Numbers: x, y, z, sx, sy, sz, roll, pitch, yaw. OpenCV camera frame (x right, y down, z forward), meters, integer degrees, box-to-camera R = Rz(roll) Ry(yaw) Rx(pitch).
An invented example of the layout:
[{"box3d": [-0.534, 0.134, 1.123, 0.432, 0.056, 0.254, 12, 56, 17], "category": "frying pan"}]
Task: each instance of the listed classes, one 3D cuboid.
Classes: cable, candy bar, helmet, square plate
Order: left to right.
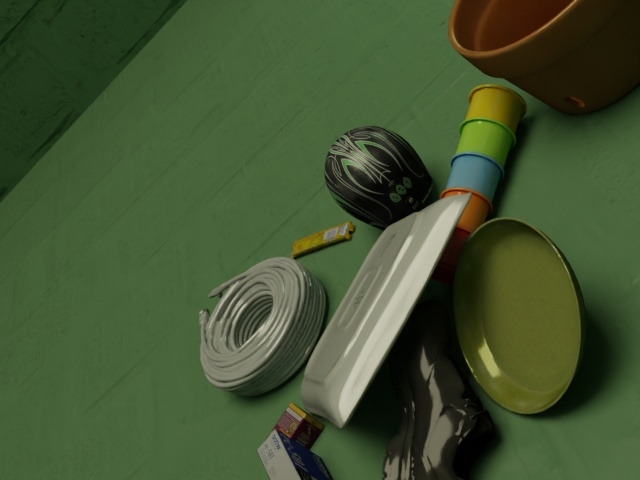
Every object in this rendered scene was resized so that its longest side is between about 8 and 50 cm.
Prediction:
[{"box3d": [-0.103, 0.149, 1.648, 0.257, 0.089, 0.257, -33, 35, 28], "category": "cable"}, {"box3d": [0.000, 0.000, 1.736, 0.161, 0.018, 0.040, -20, 46, 43], "category": "candy bar"}, {"box3d": [0.071, 0.093, 1.354, 0.344, 0.049, 0.347, -61, 5, -9], "category": "square plate"}, {"box3d": [0.087, -0.109, 1.576, 0.169, 0.161, 0.169, -46, 13, 15], "category": "helmet"}]

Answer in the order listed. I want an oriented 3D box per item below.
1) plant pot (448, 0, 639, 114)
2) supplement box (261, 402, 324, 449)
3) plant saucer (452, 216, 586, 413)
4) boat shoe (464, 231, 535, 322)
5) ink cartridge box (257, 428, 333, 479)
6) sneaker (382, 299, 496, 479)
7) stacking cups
[{"box3d": [0.361, -0.322, 1.400, 0.291, 0.203, 0.290, -34, 34, 27], "category": "plant pot"}, {"box3d": [-0.042, 0.297, 1.447, 0.083, 0.043, 0.055, -55, 30, -6], "category": "supplement box"}, {"box3d": [0.247, 0.090, 1.173, 0.241, 0.037, 0.240, 16, 108, 61], "category": "plant saucer"}, {"box3d": [0.251, 0.060, 1.274, 0.076, 0.080, 0.228, -50, 37, 0], "category": "boat shoe"}, {"box3d": [-0.013, 0.347, 1.296, 0.046, 0.097, 0.207, -49, 30, 5], "category": "ink cartridge box"}, {"box3d": [0.159, 0.210, 1.211, 0.130, 0.109, 0.286, -12, 62, 32], "category": "sneaker"}, {"box3d": [0.223, -0.085, 1.449, 0.096, 0.096, 0.316, -7, 53, 51], "category": "stacking cups"}]
